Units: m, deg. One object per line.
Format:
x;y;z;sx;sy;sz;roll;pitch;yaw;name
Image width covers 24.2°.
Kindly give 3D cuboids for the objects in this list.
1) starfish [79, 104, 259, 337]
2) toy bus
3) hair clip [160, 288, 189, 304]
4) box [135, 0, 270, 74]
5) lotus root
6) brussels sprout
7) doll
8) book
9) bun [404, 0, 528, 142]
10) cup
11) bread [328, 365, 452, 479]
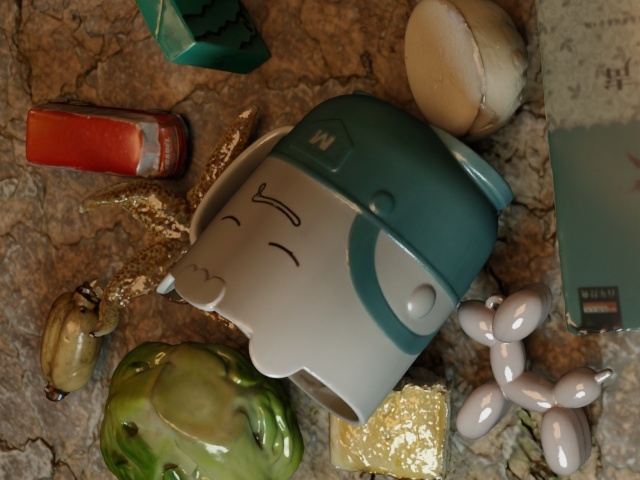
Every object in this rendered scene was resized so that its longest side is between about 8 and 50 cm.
-0.117;0.001;1.471;0.235;0.062;0.277;35;81;5;starfish
-0.224;-0.102;1.545;0.174;0.077;0.079;9;99;28;toy bus
-0.126;0.000;1.531;0.054;0.022;0.137;28;98;23;hair clip
-0.145;-0.269;1.439;0.042;0.161;0.226;-32;79;23;box
-0.262;0.102;1.593;0.072;0.063;0.152;47;124;46;lotus root
-0.122;0.188;1.455;0.223;0.161;0.223;24;137;24;brussels sprout
0.182;0.116;1.345;0.161;0.059;0.160;21;113;26;doll
0.316;-0.109;1.272;0.264;0.031;0.379;-4;94;31;book
0.142;-0.161;1.338;0.138;0.094;0.138;40;138;49;bun
0.000;0.000;1.340;0.258;0.219;0.289;-51;43;-7;cup
0.068;0.169;1.413;0.125;0.082;0.106;4;107;18;bread
